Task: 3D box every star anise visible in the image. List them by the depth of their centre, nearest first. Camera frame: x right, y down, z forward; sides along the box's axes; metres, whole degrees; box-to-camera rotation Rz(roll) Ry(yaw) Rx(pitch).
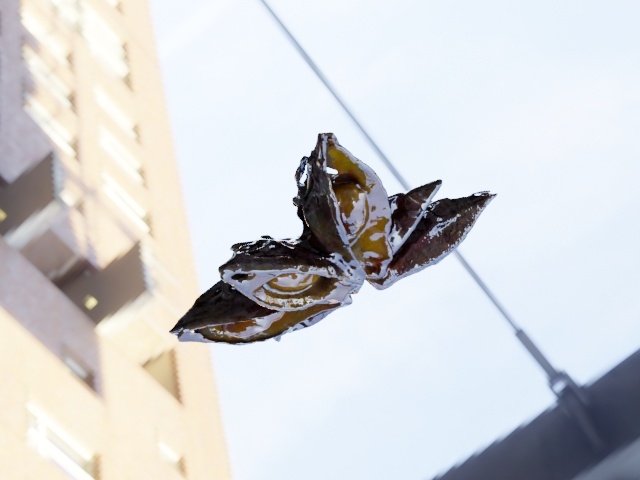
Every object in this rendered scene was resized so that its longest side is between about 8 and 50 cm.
[{"bbox_3d":[0.002,0.003,0.885,0.212,0.157,0.053,-29,-116,3],"label":"star anise"}]
